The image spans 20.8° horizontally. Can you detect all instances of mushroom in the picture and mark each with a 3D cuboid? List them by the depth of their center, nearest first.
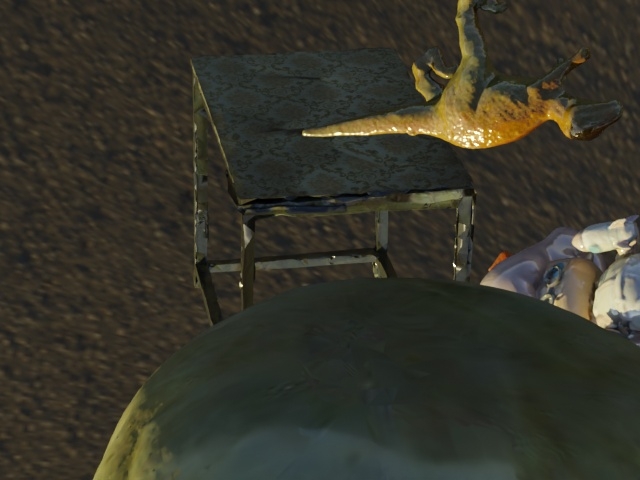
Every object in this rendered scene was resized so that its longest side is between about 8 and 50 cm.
[{"bbox_3d":[0.054,0.163,0.781,0.352,0.352,0.260,10,116,17],"label":"mushroom"}]

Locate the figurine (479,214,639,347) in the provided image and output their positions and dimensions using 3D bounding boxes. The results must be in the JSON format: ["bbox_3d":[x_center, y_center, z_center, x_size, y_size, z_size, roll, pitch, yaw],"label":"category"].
[{"bbox_3d":[0.196,0.049,1.344,0.229,0.112,0.137,-15,61,48],"label":"figurine"}]

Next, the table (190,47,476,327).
[{"bbox_3d":[0.000,0.000,1.730,0.222,0.335,0.272,-3,118,-10],"label":"table"}]

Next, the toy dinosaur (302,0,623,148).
[{"bbox_3d":[0.078,-0.066,0.975,0.162,0.039,0.126,-38,53,11],"label":"toy dinosaur"}]
